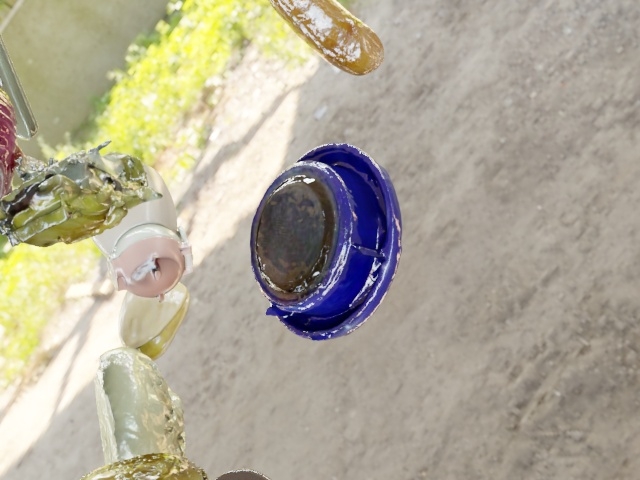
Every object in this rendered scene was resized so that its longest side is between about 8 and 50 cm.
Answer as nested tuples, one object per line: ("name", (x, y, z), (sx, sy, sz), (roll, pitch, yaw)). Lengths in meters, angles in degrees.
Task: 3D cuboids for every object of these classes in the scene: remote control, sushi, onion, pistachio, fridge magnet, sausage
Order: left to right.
("onion", (-0.642, -0.196, 1.842), (0.256, 0.272, 0.231), (41, 132, 31))
("remote control", (-0.638, -0.346, 2.044), (0.038, 0.310, 0.090), (-33, 31, -32))
("sushi", (-0.308, -0.069, 1.352), (0.139, 0.131, 0.291), (-25, 0, 16))
("pistachio", (-0.319, 0.138, 1.962), (0.145, 0.117, 0.200), (-32, 24, 20))
("fridge magnet", (0.000, 0.000, 1.367), (0.265, 0.112, 0.266), (-13, 72, 46))
("sausage", (0.000, -0.398, 1.840), (0.109, 0.270, 0.109), (-46, 6, 7))

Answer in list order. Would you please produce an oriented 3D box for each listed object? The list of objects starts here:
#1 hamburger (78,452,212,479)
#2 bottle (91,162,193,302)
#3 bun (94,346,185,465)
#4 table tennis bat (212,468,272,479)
("hamburger", (-0.252, 0.366, 1.455), (0.189, 0.215, 0.122), (-5, 94, 31))
("bottle", (-0.288, -0.004, 1.632), (0.147, 0.147, 0.236), (-48, 45, 18))
("bun", (-0.313, 0.331, 1.809), (0.287, 0.146, 0.287), (174, 90, -74))
("table tennis bat", (-0.105, 0.301, 1.047), (0.107, 0.119, 0.170), (-4, 60, 16))
